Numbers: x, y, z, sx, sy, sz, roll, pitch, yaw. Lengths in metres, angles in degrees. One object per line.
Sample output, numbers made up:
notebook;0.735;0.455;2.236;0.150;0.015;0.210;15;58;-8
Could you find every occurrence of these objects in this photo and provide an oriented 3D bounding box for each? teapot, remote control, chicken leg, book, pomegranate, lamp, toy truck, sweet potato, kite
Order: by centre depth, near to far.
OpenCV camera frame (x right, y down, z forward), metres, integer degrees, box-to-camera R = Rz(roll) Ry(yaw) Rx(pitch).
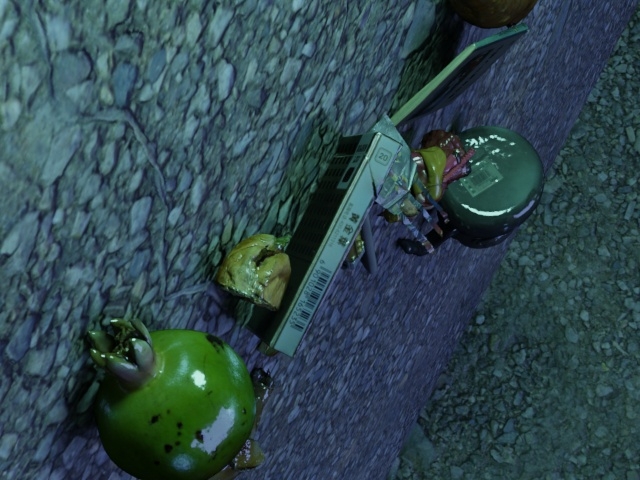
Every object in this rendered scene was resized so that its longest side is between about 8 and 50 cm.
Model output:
pomegranate;-0.177;0.169;1.156;0.187;0.187;0.225;-56;136;-24
chicken leg;-0.122;0.299;1.617;0.196;0.081;0.125;-46;143;-45
sweet potato;0.265;-0.402;1.673;0.337;0.131;0.131;-29;141;-60
toy truck;0.040;0.004;1.685;0.052;0.063;0.123;-59;161;-19
kite;0.136;-0.082;1.691;0.245;0.015;0.141;49;61;-31
remote control;0.070;-0.020;1.732;0.029;0.067;0.261;-28;155;-6
book;0.237;-0.283;1.771;0.215;0.025;0.283;-42;174;34
lamp;0.160;-0.097;1.790;0.253;0.118;0.118;-42;153;-38
teapot;0.324;-0.059;2.173;0.305;0.223;0.285;-63;169;-13

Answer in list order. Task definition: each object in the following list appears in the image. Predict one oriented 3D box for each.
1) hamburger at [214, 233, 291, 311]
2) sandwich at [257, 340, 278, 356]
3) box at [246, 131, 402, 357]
hamburger;-0.085;0.031;1.344;0.176;0.087;0.102;48;57;-80
sandwich;-0.065;0.151;1.642;0.083;0.031;0.044;-38;153;-58
box;0.000;0.000;1.462;0.324;0.047;0.180;-62;-166;-3
